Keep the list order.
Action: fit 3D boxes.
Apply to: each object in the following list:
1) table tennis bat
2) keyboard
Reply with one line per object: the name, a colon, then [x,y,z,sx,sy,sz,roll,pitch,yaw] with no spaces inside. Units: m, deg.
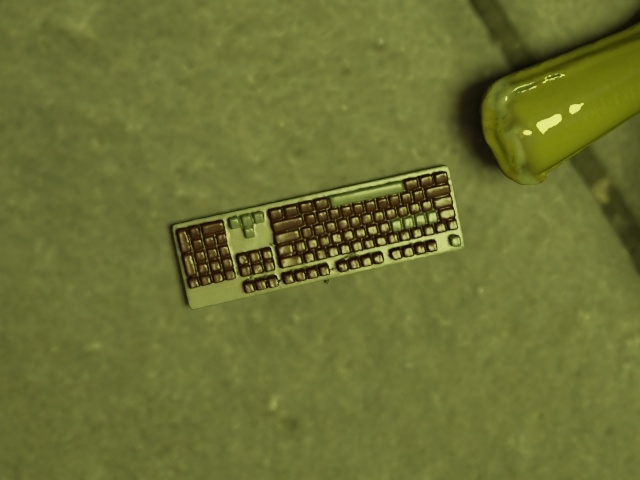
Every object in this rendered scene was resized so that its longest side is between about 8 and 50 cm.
table tennis bat: [0.255,-0.136,0.715,0.369,0.054,0.224,-29,103,-5]
keyboard: [0.000,0.000,0.725,0.166,0.017,0.055,-12,101,-3]
